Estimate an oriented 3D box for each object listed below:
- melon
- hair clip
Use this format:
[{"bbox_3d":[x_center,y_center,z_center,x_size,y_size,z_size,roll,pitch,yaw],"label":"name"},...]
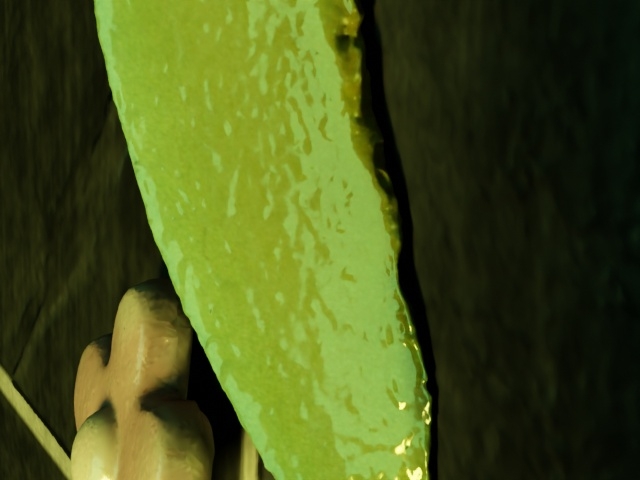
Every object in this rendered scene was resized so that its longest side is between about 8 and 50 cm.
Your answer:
[{"bbox_3d":[0.000,0.001,0.595,0.114,0.053,0.261,-25,78,45],"label":"melon"},{"bbox_3d":[-0.064,0.146,0.730,0.146,0.075,0.257,142,121,-67],"label":"hair clip"}]
